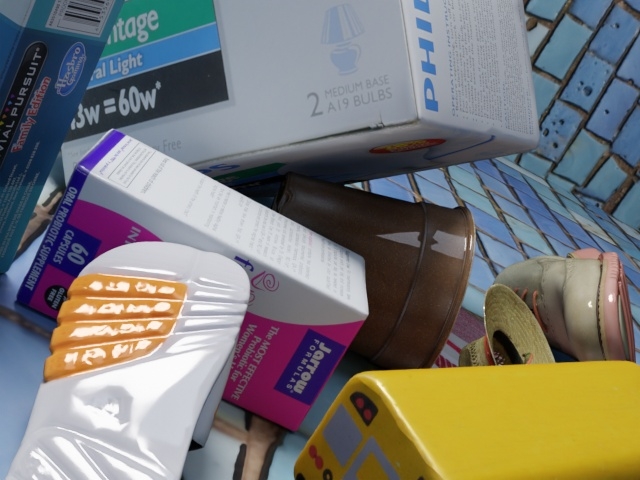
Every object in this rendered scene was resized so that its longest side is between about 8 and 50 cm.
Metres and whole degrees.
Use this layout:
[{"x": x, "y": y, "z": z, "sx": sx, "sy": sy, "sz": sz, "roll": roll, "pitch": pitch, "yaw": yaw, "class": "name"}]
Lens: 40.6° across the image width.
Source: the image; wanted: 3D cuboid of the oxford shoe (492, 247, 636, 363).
[{"x": 0.276, "y": 0.087, "z": 1.011, "sx": 0.146, "sy": 0.141, "sz": 0.397, "roll": -6, "pitch": -1, "yaw": 10, "class": "oxford shoe"}]

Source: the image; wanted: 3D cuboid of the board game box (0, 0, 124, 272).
[{"x": -0.306, "y": -0.171, "z": 0.598, "sx": 0.336, "sy": 0.254, "sz": 0.079, "roll": 36, "pitch": 19, "yaw": 20, "class": "board game box"}]

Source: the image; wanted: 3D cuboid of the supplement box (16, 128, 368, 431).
[{"x": -0.086, "y": 0.027, "z": 0.635, "sx": 0.220, "sy": 0.111, "sz": 0.114, "roll": 26, "pitch": 18, "yaw": -9, "class": "supplement box"}]

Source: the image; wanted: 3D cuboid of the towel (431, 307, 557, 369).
[{"x": 0.189, "y": 0.163, "z": 0.821, "sx": 0.237, "sy": 0.037, "sz": 0.329, "roll": 27, "pitch": 18, "yaw": -6, "class": "towel"}]

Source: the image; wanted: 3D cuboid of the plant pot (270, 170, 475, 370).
[{"x": 0.026, "y": 0.024, "z": 0.768, "sx": 0.165, "sy": 0.167, "sz": 0.167, "roll": 18, "pitch": 19, "yaw": -8, "class": "plant pot"}]

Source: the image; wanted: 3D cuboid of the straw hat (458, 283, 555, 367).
[{"x": 0.153, "y": 0.115, "z": 0.746, "sx": 0.144, "sy": 0.061, "sz": 0.145, "roll": 37, "pitch": 39, "yaw": -37, "class": "straw hat"}]

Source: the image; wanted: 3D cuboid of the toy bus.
[{"x": 0.144, "y": 0.154, "z": 0.570, "sx": 0.332, "sy": 0.130, "sz": 0.108, "roll": 5, "pitch": 35, "yaw": -39, "class": "toy bus"}]

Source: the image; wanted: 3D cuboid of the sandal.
[{"x": -0.111, "y": 0.100, "z": 0.475, "sx": 0.101, "sy": 0.076, "sz": 0.265, "roll": 15, "pitch": 39, "yaw": -1, "class": "sandal"}]

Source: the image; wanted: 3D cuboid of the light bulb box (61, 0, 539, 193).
[{"x": -0.011, "y": -0.175, "z": 0.849, "sx": 0.357, "sy": 0.225, "sz": 0.361, "roll": -9, "pitch": -1, "yaw": 29, "class": "light bulb box"}]
